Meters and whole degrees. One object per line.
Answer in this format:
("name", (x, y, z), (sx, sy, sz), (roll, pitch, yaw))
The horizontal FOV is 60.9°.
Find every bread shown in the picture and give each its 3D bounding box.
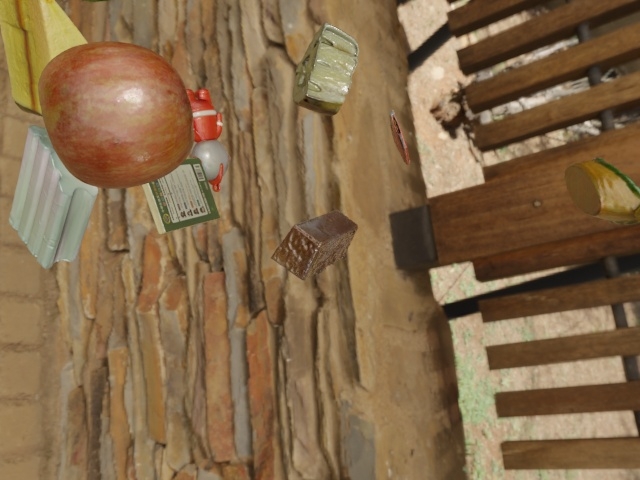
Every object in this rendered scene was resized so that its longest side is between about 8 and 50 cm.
("bread", (-0.486, -0.370, 1.037), (0.163, 0.167, 0.264), (-35, 144, -46))

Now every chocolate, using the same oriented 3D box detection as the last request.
("chocolate", (0.000, 0.000, 1.368), (0.111, 0.112, 0.321), (34, 19, 13))

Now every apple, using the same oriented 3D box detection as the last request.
("apple", (-0.257, -0.162, 0.707), (0.188, 0.173, 0.189), (166, -90, -76))

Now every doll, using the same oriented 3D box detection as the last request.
("doll", (-0.377, -0.325, 1.789), (0.199, 0.105, 0.337), (-27, 106, -57))

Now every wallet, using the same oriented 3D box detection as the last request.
("wallet", (0.204, -0.259, 1.406), (0.196, 0.020, 0.103), (21, 46, -80))

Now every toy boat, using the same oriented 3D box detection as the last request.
("toy boat", (0.468, -0.080, 0.881), (0.230, 0.088, 0.089), (-90, 176, -61))

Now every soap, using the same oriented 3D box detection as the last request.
("soap", (-0.599, -0.096, 1.229), (0.173, 0.290, 0.095), (45, 35, 17))

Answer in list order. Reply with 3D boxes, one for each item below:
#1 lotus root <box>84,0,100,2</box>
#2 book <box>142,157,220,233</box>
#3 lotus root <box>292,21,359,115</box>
("lotus root", (-0.529, -0.703, 1.401), (0.186, 0.186, 0.186), (33, 51, -51))
("book", (-0.407, -0.137, 1.587), (0.264, 0.027, 0.202), (-26, 99, -63))
("lotus root", (0.009, -0.441, 1.450), (0.118, 0.138, 0.235), (22, 77, -26))
